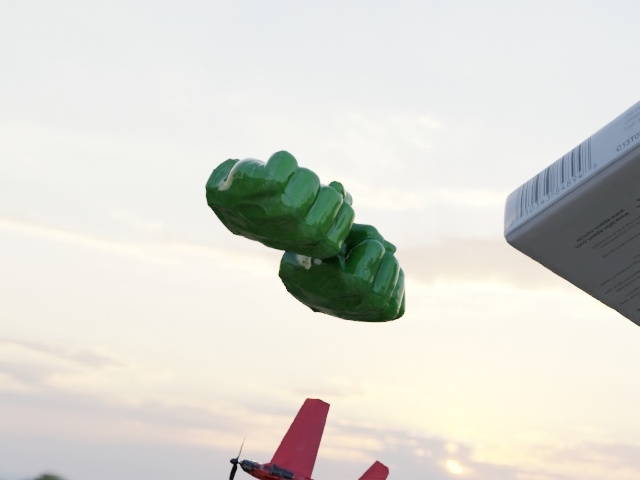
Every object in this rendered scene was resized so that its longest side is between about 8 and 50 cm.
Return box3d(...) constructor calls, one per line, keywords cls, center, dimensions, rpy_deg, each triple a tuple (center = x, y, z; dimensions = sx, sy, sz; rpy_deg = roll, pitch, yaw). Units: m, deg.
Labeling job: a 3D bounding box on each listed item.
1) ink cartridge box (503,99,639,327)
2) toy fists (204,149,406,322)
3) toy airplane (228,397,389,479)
box3d(cls="ink cartridge box", center=(0.384, -0.021, 1.182), dimensions=(0.330, 0.071, 0.324), rpy_deg=(30, -46, -25))
box3d(cls="toy fists", center=(0.000, 0.000, 1.551), dimensions=(0.142, 0.096, 0.279), rpy_deg=(14, -27, 47))
box3d(cls="toy airplane", center=(-0.007, 0.202, 1.132), dimensions=(0.151, 0.151, 0.028), rpy_deg=(3, -25, 14))
